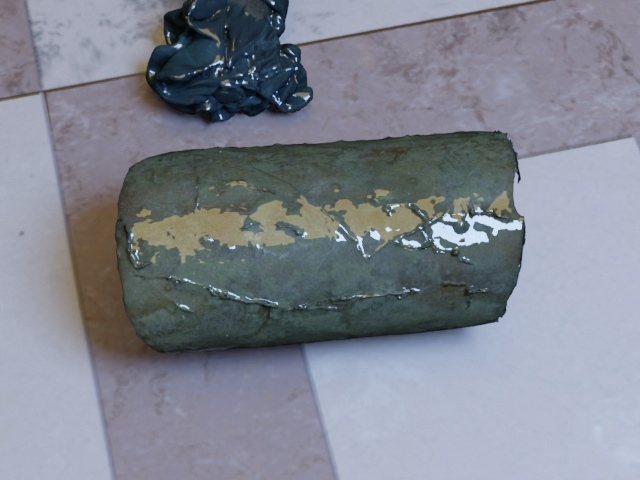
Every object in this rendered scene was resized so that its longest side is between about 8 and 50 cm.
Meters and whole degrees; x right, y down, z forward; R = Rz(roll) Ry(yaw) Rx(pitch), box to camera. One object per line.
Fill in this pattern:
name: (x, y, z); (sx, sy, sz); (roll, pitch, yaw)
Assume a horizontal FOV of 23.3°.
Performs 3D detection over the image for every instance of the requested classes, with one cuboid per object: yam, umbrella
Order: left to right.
umbrella: (-0.073, -0.263, 1.414); (0.143, 0.094, 0.348); (10, 62, -17)
yam: (0.000, 0.000, 1.210); (0.304, 0.168, 0.168); (-5, 58, -2)
